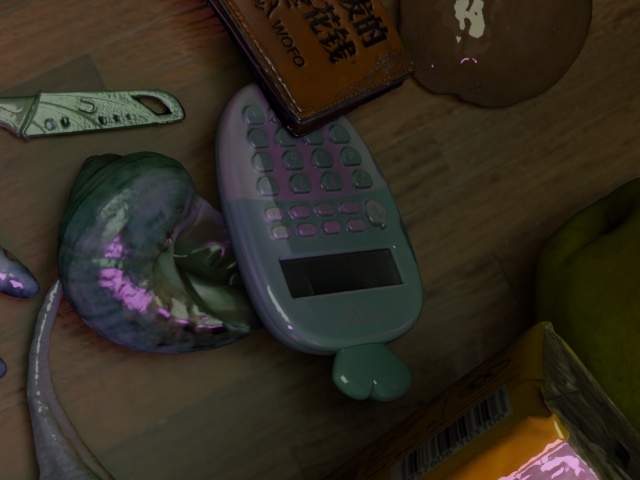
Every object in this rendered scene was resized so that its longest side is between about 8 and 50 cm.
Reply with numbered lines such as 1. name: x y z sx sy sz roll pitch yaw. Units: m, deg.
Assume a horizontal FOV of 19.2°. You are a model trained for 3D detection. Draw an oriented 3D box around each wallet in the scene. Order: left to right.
1. wallet: -0.015 -0.198 1.636 0.161 0.042 0.195 -27 86 -41

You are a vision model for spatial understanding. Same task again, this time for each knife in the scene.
1. knife: -0.258 -0.106 1.601 0.293 0.020 0.043 -4 82 -17

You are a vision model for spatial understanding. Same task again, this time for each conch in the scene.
1. conch: -0.140 0.009 1.568 0.176 0.122 0.188 -19 90 -38

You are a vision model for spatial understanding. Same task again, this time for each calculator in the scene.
1. calculator: 0.000 0.000 1.604 0.186 0.041 0.298 -7 73 -43

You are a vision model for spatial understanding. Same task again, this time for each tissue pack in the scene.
1. tissue pack: 0.085 0.271 1.435 0.382 0.293 0.228 -37 95 11

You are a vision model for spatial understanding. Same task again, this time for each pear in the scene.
1. pear: 0.323 0.093 1.621 0.253 0.253 0.307 -35 103 -16

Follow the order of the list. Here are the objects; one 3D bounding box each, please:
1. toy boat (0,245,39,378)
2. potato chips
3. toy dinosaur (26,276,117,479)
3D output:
1. toy boat: -0.336 0.036 1.533 0.208 0.079 0.134 25 80 -13
2. potato chips: 0.162 -0.222 1.709 0.208 0.062 0.195 -32 94 -19
3. toy dinosaur: -0.218 0.223 1.535 0.206 0.092 0.392 6 64 -17
